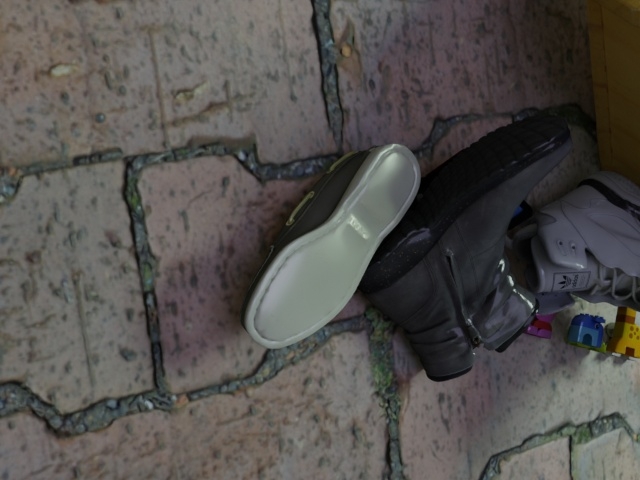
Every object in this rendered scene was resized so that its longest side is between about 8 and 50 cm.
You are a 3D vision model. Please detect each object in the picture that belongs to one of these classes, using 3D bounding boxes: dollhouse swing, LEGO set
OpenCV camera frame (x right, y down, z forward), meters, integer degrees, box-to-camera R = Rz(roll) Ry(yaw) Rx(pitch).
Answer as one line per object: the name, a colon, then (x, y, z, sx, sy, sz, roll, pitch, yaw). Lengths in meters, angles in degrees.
dollhouse swing: (0.540, -0.214, 1.190, 0.315, 0.305, 0.346, -43, 136, -21)
LEGO set: (0.411, 0.114, 1.310, 0.227, 0.087, 0.093, 16, 82, -28)

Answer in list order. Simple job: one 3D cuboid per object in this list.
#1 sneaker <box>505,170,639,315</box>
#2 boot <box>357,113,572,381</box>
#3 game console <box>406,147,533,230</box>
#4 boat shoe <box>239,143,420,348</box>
sneaker: (0.412, 0.063, 1.203, 0.210, 0.366, 0.137, -21, 140, -19)
boot: (0.218, 0.013, 1.148, 0.338, 0.118, 0.222, -38, 111, 13)
game console: (0.191, -0.028, 1.191, 0.144, 0.085, 0.124, 40, 64, -21)
boat shoe: (0.003, 0.003, 1.088, 0.305, 0.091, 0.109, -51, 119, -19)
